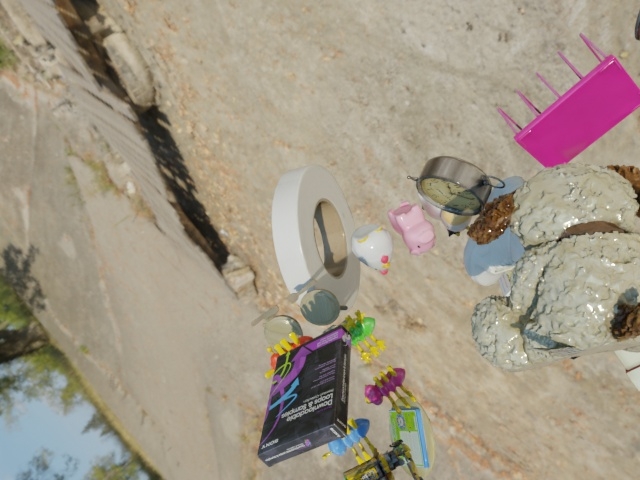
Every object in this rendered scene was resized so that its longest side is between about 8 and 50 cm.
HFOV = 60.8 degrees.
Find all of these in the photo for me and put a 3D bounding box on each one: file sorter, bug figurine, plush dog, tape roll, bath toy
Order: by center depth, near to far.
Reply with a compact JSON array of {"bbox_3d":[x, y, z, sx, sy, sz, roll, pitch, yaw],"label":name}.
[{"bbox_3d":[0.297,0.015,0.630,0.211,0.262,0.226,64,-163,-67],"label":"plush dog"},{"bbox_3d":[0.041,0.253,0.980,0.279,0.216,0.072,58,176,-10],"label":"bug figurine"},{"bbox_3d":[0.242,-0.031,1.308,0.129,0.348,0.151,63,174,-21],"label":"bath toy"},{"bbox_3d":[0.000,0.000,1.384,0.071,0.392,0.392,-12,124,22],"label":"tape roll"},{"bbox_3d":[0.660,-0.372,1.472,0.202,0.290,0.182,26,-146,-35],"label":"file sorter"}]

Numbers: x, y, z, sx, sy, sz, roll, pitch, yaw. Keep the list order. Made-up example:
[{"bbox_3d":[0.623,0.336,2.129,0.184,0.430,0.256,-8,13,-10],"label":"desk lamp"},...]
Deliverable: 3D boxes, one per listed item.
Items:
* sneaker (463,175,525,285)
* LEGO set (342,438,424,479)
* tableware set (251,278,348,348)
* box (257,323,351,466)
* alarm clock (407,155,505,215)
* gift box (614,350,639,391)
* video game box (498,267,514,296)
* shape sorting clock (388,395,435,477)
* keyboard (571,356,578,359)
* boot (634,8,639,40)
[{"bbox_3d":[0.384,0.035,1.098,0.293,0.108,0.169,89,162,-48],"label":"sneaker"},{"bbox_3d":[0.164,0.371,0.675,0.331,0.192,0.255,84,161,-74],"label":"LEGO set"},{"bbox_3d":[-0.038,0.168,1.180,0.128,0.194,0.039,49,-159,-12],"label":"tableware set"},{"bbox_3d":[-0.016,0.190,0.683,0.116,0.162,0.029,-31,117,23],"label":"box"},{"bbox_3d":[0.253,-0.100,0.974,0.129,0.064,0.192,35,167,-25],"label":"alarm clock"},{"bbox_3d":[0.732,0.153,1.157,0.255,0.276,0.258,-38,73,29],"label":"gift box"},{"bbox_3d":[0.685,0.173,1.805,0.205,0.187,0.048,28,115,-8],"label":"video game box"},{"bbox_3d":[0.240,0.515,1.434,0.206,0.040,0.206,-2,88,61],"label":"shape sorting clock"},{"bbox_3d":[0.735,0.255,1.552,0.023,0.108,0.180,-141,39,-62],"label":"keyboard"},{"bbox_3d":[0.903,-0.530,1.229,0.096,0.264,0.280,18,-154,-48],"label":"boot"}]
